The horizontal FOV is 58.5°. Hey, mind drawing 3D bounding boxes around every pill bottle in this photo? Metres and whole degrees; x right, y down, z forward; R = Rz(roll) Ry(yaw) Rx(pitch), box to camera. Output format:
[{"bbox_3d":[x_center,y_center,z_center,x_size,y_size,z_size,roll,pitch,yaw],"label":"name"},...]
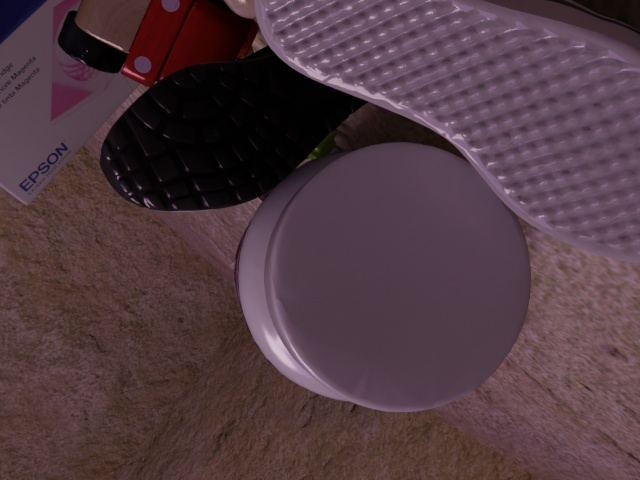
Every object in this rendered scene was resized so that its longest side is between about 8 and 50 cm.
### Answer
[{"bbox_3d":[0.026,0.033,0.581,0.224,0.224,0.392,39,171,-6],"label":"pill bottle"}]

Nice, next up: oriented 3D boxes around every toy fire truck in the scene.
[{"bbox_3d":[-0.115,-0.192,0.589,0.246,0.158,0.217,25,-155,-21],"label":"toy fire truck"}]

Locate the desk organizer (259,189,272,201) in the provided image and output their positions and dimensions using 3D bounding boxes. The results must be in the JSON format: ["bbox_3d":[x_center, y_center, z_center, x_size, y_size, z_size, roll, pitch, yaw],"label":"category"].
[{"bbox_3d":[-0.051,-0.058,1.102,0.130,0.047,0.050,43,162,-20],"label":"desk organizer"}]

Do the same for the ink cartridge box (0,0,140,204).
[{"bbox_3d":[-0.413,-0.254,0.811,0.071,0.324,0.330,32,165,17],"label":"ink cartridge box"}]

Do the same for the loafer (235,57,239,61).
[{"bbox_3d":[-0.163,-0.238,0.792,0.170,0.061,0.062,31,163,20],"label":"loafer"}]

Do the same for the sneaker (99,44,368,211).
[{"bbox_3d":[-0.051,-0.110,0.490,0.124,0.283,0.107,8,128,64],"label":"sneaker"}]

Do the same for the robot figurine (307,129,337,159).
[{"bbox_3d":[-0.035,-0.151,0.747,0.115,0.067,0.101,35,163,11],"label":"robot figurine"}]

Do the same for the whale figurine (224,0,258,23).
[{"bbox_3d":[-0.066,-0.261,0.413,0.216,0.141,0.272,63,-166,17],"label":"whale figurine"}]

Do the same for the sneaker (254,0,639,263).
[{"bbox_3d":[0.123,-0.114,0.375,0.321,0.127,0.126,33,130,2],"label":"sneaker"}]

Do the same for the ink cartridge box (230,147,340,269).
[{"bbox_3d":[0.000,0.000,0.827,0.160,0.219,0.092,40,169,-6],"label":"ink cartridge box"}]
